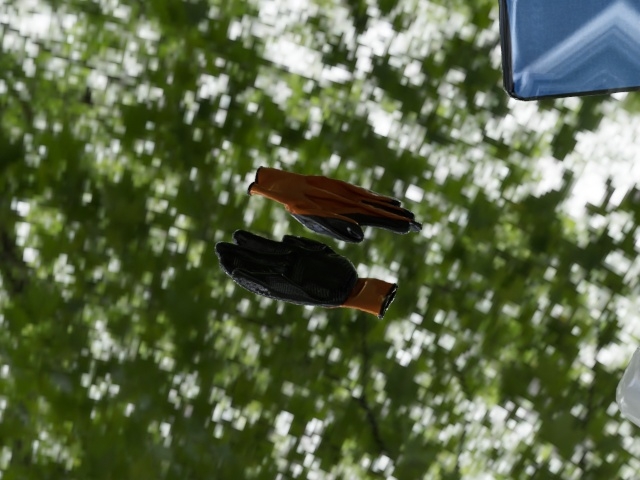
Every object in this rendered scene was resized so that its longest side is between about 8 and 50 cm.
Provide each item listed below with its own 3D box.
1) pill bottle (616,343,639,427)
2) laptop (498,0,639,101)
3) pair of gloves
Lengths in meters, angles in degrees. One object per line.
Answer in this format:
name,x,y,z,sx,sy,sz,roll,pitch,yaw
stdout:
pill bottle,0.359,0.131,1.029,0.301,0.169,0.169,37,-130,18
laptop,0.269,-0.161,0.504,0.236,0.382,0.408,-29,-136,-21
pair of gloves,0.000,0.000,0.638,0.074,0.010,0.083,15,-142,7
